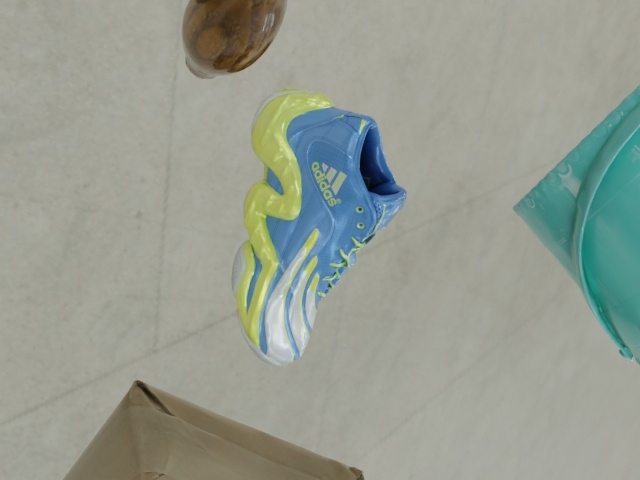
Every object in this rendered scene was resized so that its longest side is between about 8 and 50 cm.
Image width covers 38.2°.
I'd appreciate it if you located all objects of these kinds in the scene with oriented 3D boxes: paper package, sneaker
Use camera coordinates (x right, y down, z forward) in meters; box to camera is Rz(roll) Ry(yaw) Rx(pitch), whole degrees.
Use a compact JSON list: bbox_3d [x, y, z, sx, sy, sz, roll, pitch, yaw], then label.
[{"bbox_3d":[-0.151,0.357,1.001,0.309,0.168,0.325,29,110,-25],"label":"paper package"},{"bbox_3d":[0.000,0.000,0.752,0.091,0.126,0.240,-23,119,-54],"label":"sneaker"}]

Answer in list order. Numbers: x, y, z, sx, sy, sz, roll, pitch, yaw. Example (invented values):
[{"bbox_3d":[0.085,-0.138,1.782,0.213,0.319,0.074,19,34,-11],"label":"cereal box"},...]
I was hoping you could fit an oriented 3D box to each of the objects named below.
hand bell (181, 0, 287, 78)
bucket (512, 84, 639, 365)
[{"bbox_3d":[-0.011,-0.107,0.331,0.126,0.126,0.242,-59,-168,-19],"label":"hand bell"},{"bbox_3d":[0.291,-0.043,0.681,0.281,0.183,0.281,-44,173,-7],"label":"bucket"}]
